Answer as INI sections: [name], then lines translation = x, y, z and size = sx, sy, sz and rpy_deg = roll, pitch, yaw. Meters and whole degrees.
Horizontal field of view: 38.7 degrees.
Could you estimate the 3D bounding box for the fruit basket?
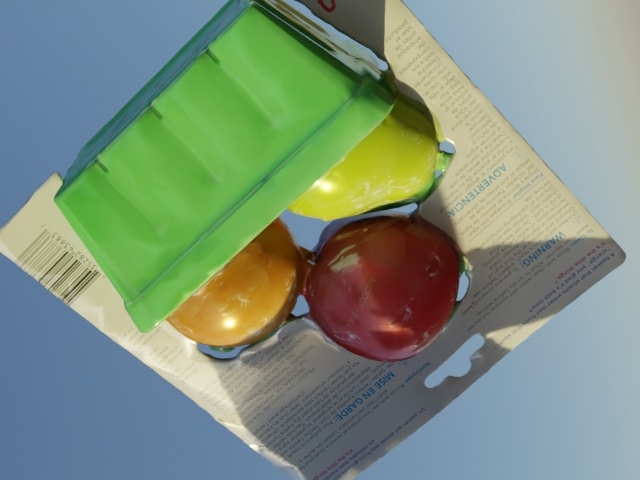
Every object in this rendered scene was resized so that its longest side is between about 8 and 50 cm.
[fruit basket]
translation = 0.000, 0.000, 0.683
size = 0.353, 0.327, 0.165
rpy_deg = 41, -165, -26
